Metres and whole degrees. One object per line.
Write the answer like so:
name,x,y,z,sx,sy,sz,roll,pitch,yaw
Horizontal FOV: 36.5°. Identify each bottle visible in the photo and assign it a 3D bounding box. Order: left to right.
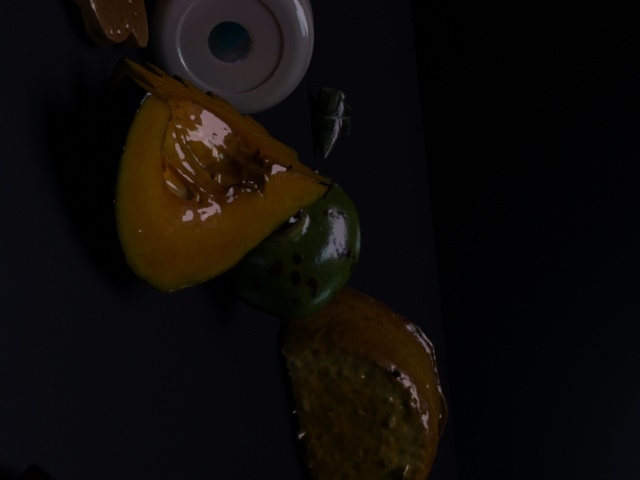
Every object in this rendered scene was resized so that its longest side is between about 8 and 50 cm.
bottle,-0.080,-0.227,0.952,0.236,0.147,0.148,-91,169,-62

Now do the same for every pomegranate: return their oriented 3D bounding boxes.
pomegranate,-0.045,-0.014,0.979,0.220,0.156,0.156,53,30,-48

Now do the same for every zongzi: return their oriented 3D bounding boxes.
zongzi,0.019,-0.180,1.585,0.109,0.055,0.119,33,63,-76

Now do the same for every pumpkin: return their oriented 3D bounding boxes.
pumpkin,-0.121,-0.050,0.793,0.254,0.130,0.149,18,104,-57

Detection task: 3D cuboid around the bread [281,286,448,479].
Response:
bread,0.069,0.219,1.273,0.194,0.178,0.340,-56,137,-71

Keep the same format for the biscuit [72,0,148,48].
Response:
biscuit,-0.170,-0.207,0.784,0.140,0.023,0.118,-84,163,-48

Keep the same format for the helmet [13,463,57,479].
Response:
helmet,-0.161,0.165,0.550,0.065,0.049,0.084,53,-19,6
